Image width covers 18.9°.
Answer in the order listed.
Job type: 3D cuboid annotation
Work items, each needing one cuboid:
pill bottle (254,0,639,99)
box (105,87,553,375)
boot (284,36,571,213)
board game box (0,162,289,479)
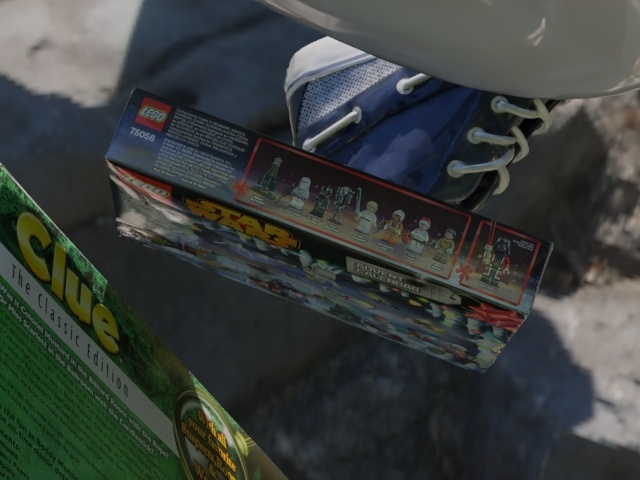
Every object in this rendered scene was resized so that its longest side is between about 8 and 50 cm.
[{"bbox_3d":[0.083,-0.267,0.564,0.229,0.229,0.408,23,80,11],"label":"pill bottle"},{"bbox_3d":[0.000,0.000,0.618,0.137,0.094,0.027,20,74,3],"label":"box"},{"bbox_3d":[0.074,-0.055,0.781,0.190,0.069,0.086,-18,63,27],"label":"boot"},{"bbox_3d":[-0.046,0.104,0.634,0.030,0.260,0.136,-21,43,19],"label":"board game box"}]
